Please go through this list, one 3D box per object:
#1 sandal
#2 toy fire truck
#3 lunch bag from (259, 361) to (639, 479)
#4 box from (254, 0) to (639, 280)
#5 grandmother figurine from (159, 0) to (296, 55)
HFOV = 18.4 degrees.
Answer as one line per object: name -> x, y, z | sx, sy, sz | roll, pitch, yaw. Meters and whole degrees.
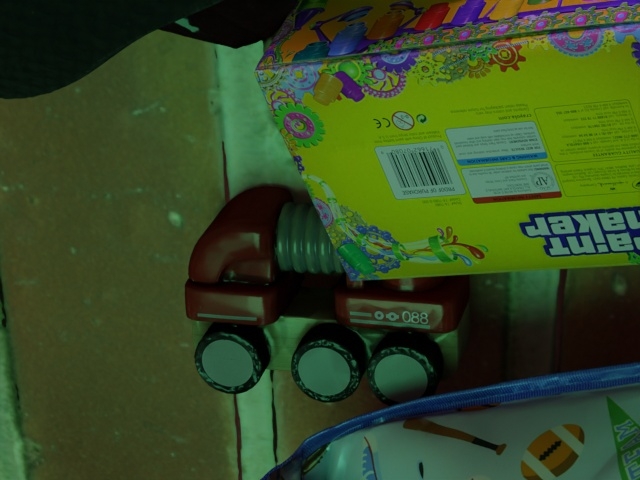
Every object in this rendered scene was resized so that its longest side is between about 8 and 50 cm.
sandal -> -0.163, -0.200, 1.319 | 0.446, 0.107, 0.167 | -9, 127, 42
toy fire truck -> 0.000, 0.000, 1.525 | 0.217, 0.158, 0.246 | 4, 115, 15
lunch bag -> 0.173, 0.264, 1.546 | 0.385, 0.239, 0.328 | -7, 148, 26
box -> 0.160, -0.134, 1.253 | 0.290, 0.279, 0.177 | -3, 129, 29
grandmother figurine -> -0.085, -0.211, 1.421 | 0.342, 0.104, 0.208 | 41, 155, -18
